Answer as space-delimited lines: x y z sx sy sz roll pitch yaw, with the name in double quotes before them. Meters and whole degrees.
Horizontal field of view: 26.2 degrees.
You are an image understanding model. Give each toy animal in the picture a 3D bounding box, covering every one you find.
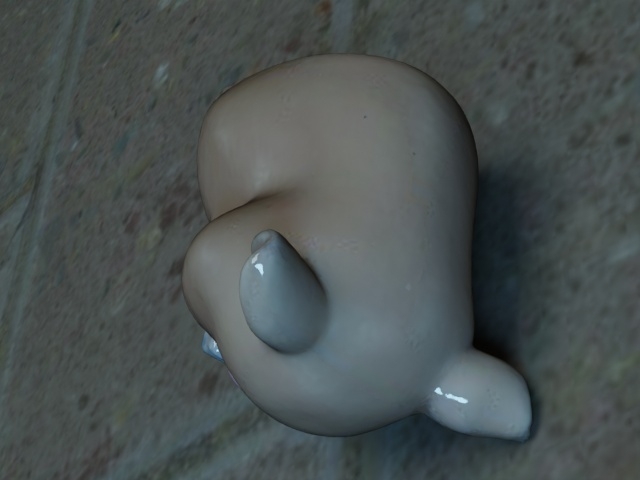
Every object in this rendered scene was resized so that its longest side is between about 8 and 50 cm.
"toy animal" -0.001 0.004 0.844 0.213 0.195 0.256 -36 38 43
